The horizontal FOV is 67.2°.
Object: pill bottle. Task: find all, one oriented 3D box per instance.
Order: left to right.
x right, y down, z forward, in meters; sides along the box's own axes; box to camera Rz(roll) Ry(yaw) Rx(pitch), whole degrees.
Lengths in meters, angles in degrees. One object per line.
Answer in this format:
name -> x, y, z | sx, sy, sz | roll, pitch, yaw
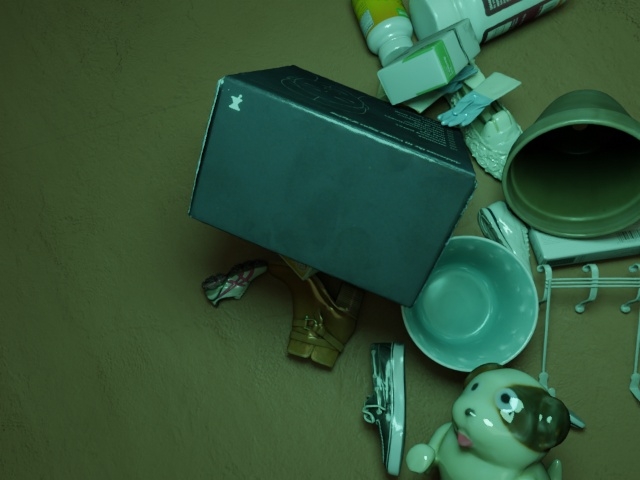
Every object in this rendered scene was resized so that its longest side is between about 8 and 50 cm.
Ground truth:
pill bottle -> 0.185, -0.629, 1.393 | 0.136, 0.136, 0.246 | -19, 76, 2
pill bottle -> 0.462, -0.676, 1.328 | 0.392, 0.224, 0.224 | -26, 76, 0

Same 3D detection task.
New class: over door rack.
over door rack -> 0.650, 0.217, 1.173 | 0.239, 0.108, 0.324 | -1, 91, 6

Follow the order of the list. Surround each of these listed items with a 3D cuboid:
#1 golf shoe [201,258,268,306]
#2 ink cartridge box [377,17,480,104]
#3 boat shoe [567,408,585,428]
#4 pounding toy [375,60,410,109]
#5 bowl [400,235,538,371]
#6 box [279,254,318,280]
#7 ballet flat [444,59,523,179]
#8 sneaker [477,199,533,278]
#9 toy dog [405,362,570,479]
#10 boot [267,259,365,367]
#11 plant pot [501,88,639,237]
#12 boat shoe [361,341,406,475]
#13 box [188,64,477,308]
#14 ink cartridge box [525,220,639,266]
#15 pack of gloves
golf shoe -> -0.225, 0.112, 1.317 | 0.186, 0.067, 0.086 | -24, 107, -4
ink cartridge box -> 0.264, -0.430, 1.154 | 0.219, 0.160, 0.092 | -46, 115, -37
boat shoe -> 0.563, 0.413, 1.162 | 0.142, 0.049, 0.040 | 31, 101, 14
pounding toy -> 0.207, -0.402, 1.347 | 0.094, 0.206, 0.181 | 31, 61, -31
bowl -> 0.344, 0.154, 1.175 | 0.311, 0.163, 0.311 | -1, 81, 4
box -> 0.000, 0.000, 1.231 | 0.114, 0.203, 0.103 | 46, 128, 14
ballet flat -> 0.439, -0.341, 1.299 | 0.147, 0.147, 0.409 | -28, 76, 0
sneaker -> 0.499, 0.006, 1.242 | 0.095, 0.090, 0.235 | -19, 77, -8
toy dog -> 0.378, 0.468, 0.989 | 0.395, 0.284, 0.408 | -8, 107, -14
boot -> -0.044, 0.187, 1.263 | 0.283, 0.109, 0.220 | 23, 85, 4
plant pot -> 0.622, -0.215, 1.162 | 0.323, 0.323, 0.280 | 19, 48, 10
boat shoe -> 0.154, 0.403, 1.176 | 0.105, 0.113, 0.306 | -1, 74, 13
box -> 0.049, -0.160, 1.069 | 0.480, 0.472, 0.297 | 23, 113, 3
ink cartridge box -> 0.674, -0.063, 1.249 | 0.275, 0.060, 0.239 | -9, 58, 5
pack of gloves -> 0.344, -0.357, 1.207 | 0.232, 0.046, 0.195 | -37, 54, -16
